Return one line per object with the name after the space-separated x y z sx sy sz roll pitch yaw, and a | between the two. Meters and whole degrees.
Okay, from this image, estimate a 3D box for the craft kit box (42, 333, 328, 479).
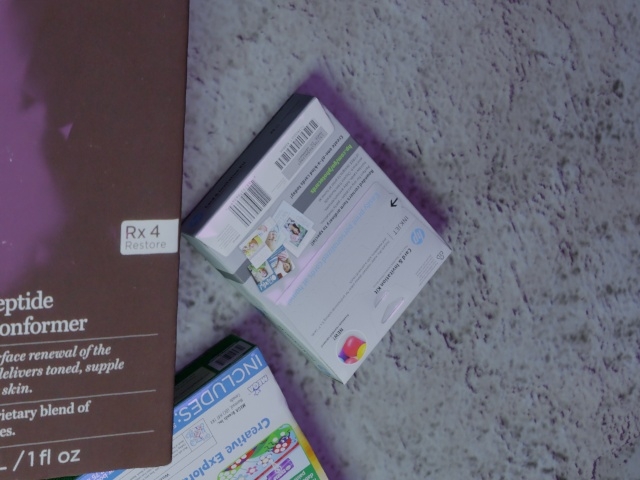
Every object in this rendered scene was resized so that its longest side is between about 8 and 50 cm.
-0.101 0.242 1.092 0.250 0.061 0.246 -35 112 -20 | craft kit box

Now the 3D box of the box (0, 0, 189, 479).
-0.198 -0.038 0.934 0.191 0.143 0.381 -3 99 -29 | box

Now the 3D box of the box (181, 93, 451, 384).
0.000 0.000 1.112 0.145 0.038 0.186 -51 118 -12 | box
